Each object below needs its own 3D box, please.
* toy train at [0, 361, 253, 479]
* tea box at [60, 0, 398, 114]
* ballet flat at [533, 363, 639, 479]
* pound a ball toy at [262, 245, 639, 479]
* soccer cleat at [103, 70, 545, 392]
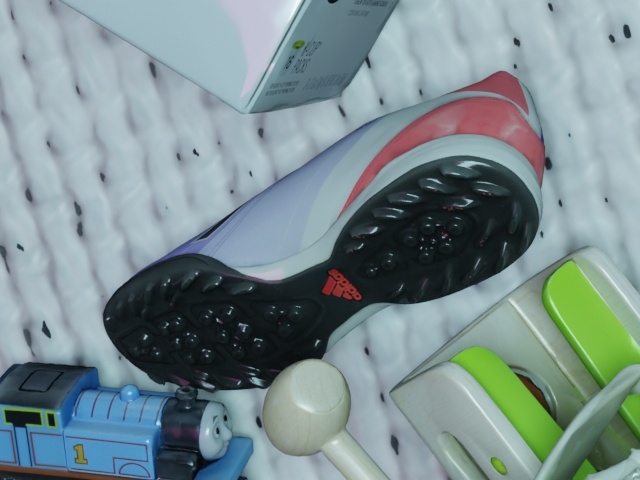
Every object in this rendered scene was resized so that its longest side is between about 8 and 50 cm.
[{"bbox_3d":[-0.133,0.138,0.911,0.184,0.080,0.105,4,115,15],"label":"toy train"},{"bbox_3d":[-0.070,-0.291,0.770,0.329,0.220,0.324,32,105,8],"label":"tea box"},{"bbox_3d":[0.224,0.088,0.715,0.409,0.147,0.147,-33,88,-24],"label":"ballet flat"},{"bbox_3d":[0.128,0.159,0.802,0.208,0.136,0.319,-37,86,-23],"label":"pound a ball toy"},{"bbox_3d":[0.000,0.000,0.866,0.318,0.116,0.108,-26,119,33],"label":"soccer cleat"}]
